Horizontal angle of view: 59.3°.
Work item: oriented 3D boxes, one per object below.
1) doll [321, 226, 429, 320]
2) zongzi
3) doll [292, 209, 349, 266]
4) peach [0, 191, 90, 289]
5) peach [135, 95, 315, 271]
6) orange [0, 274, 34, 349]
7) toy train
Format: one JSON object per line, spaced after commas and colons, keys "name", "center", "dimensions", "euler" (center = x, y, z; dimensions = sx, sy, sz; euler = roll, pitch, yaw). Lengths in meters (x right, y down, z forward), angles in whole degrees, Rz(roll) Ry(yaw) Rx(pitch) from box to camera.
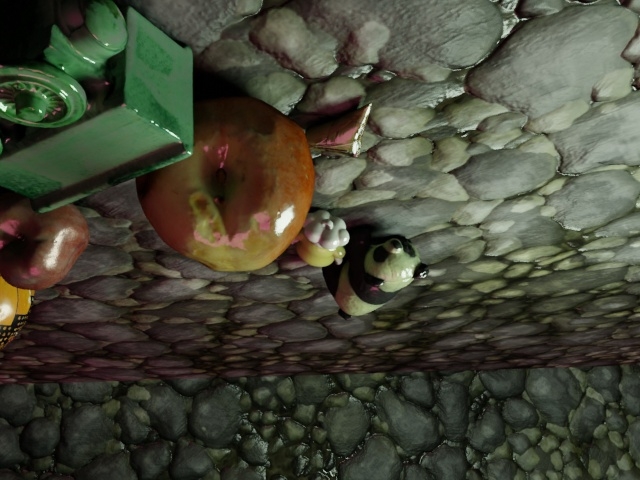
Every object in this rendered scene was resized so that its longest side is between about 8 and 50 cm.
{"name": "doll", "center": [0.101, 0.059, 1.076], "dimensions": [0.143, 0.135, 0.234], "euler": [8, 150, -30]}
{"name": "zongzi", "center": [0.020, -0.146, 0.714], "dimensions": [0.076, 0.040, 0.083], "euler": [6, 144, -6]}
{"name": "doll", "center": [0.000, 0.000, 1.003], "dimensions": [0.106, 0.062, 0.162], "euler": [23, 157, -1]}
{"name": "peach", "center": [-0.438, 0.001, 0.867], "dimensions": [0.151, 0.152, 0.152], "euler": [-3, 157, -1]}
{"name": "peach", "center": [-0.119, -0.065, 0.699], "dimensions": [0.214, 0.215, 0.235], "euler": [1, 174, -11]}
{"name": "orange", "center": [-0.596, 0.095, 0.936], "dimensions": [0.234, 0.235, 0.182], "euler": [-8, 137, 10]}
{"name": "toy train", "center": [-0.268, -0.141, 0.547], "dimensions": [0.265, 0.145, 0.202], "euler": [-14, 157, 25]}
